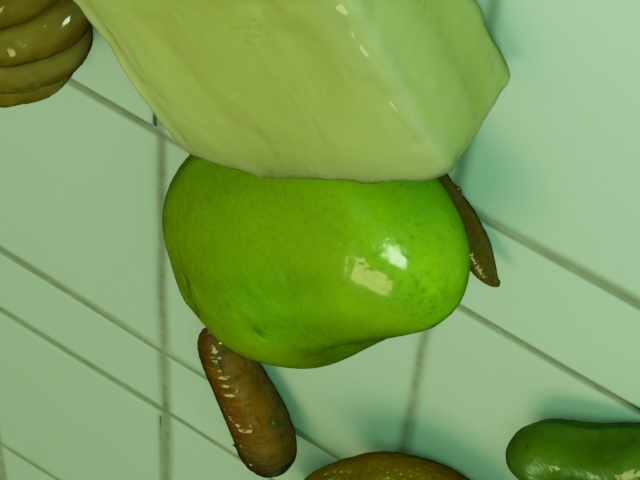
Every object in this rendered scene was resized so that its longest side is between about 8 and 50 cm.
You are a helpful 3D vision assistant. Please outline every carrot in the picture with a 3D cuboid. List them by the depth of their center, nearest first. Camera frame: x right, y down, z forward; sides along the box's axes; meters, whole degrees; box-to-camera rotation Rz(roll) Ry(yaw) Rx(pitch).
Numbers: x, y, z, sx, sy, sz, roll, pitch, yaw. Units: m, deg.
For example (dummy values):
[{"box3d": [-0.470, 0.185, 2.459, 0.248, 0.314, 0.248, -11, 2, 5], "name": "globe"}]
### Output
[{"box3d": [-0.064, 0.141, 1.746, 0.060, 0.060, 0.186, 16, 142, 35], "name": "carrot"}]

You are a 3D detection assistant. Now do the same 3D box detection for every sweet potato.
[{"box3d": [0.096, -0.014, 1.352, 0.026, 0.026, 0.115, 3, 132, 48], "name": "sweet potato"}]

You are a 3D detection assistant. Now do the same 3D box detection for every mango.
[{"box3d": [-0.006, -0.006, 1.348, 0.185, 0.149, 0.273, 54, 152, -5], "name": "mango"}]

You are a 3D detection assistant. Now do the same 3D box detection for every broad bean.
[{"box3d": [0.248, 0.153, 1.403, 0.318, 0.056, 0.098, -17, 115, 52], "name": "broad bean"}]

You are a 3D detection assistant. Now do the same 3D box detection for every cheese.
[{"box3d": [-0.045, -0.168, 1.177, 0.242, 0.124, 0.265, 3, 138, 43], "name": "cheese"}]

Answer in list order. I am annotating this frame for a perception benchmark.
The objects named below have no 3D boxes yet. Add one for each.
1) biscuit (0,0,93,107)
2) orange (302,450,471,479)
[{"box3d": [-0.308, -0.218, 1.438, 0.326, 0.107, 0.325, 26, 148, 18], "name": "biscuit"}, {"box3d": [0.081, 0.274, 1.646, 0.237, 0.179, 0.158, 40, 120, -3], "name": "orange"}]
